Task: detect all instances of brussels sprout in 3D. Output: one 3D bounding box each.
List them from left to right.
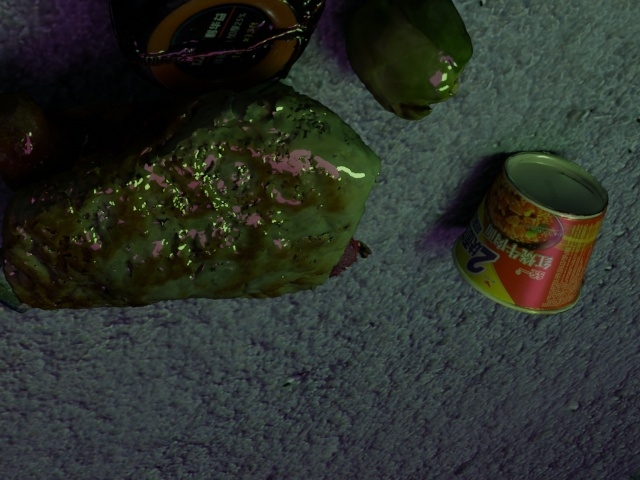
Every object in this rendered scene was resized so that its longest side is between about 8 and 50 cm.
[{"bbox_3d":[0.103,-0.227,1.365,0.131,0.145,0.183,-48,-169,-12],"label":"brussels sprout"}]

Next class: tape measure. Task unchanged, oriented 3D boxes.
[{"bbox_3d":[-0.107,-0.245,1.208,0.223,0.135,0.202,-2,148,-28],"label":"tape measure"}]

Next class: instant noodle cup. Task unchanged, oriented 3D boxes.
[{"bbox_3d":[0.322,-0.020,1.732,0.213,0.213,0.174,-4,131,-29],"label":"instant noodle cup"}]

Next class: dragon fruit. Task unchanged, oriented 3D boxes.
[{"bbox_3d":[-0.005,0.000,1.650,0.126,0.068,0.112,-24,136,18],"label":"dragon fruit"}]

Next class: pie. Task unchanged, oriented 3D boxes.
[{"bbox_3d":[-0.150,-0.024,1.316,0.418,0.180,0.395,0,153,-4],"label":"pie"}]

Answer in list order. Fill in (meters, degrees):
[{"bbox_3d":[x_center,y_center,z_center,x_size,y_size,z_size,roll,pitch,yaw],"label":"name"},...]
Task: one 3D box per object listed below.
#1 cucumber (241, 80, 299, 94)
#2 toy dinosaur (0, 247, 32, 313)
[{"bbox_3d":[-0.082,-0.131,1.415,0.086,0.115,0.193,18,148,11],"label":"cucumber"},{"bbox_3d":[-0.471,0.037,1.375,0.363,0.076,0.147,6,140,-44],"label":"toy dinosaur"}]
